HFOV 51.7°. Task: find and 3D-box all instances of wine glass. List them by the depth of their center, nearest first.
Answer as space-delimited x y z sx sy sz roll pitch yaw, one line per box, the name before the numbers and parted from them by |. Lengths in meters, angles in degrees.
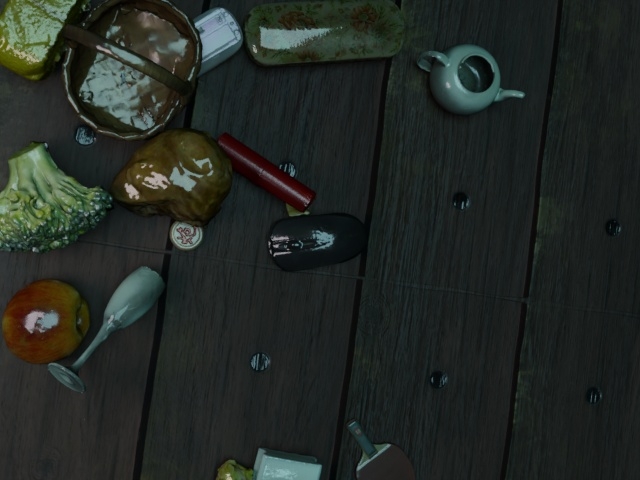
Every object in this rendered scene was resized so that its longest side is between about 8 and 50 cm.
wine glass | -0.498 0.236 1.567 0.096 0.264 0.309 31 53 3

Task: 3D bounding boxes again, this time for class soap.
soap | -0.106 0.671 1.655 0.160 0.087 0.265 15 86 -15

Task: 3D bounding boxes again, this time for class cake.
cake | -0.625 -0.489 1.487 0.156 0.179 0.260 29 85 -12

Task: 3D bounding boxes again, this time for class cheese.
cheese | -0.061 -0.103 1.702 0.060 0.041 0.084 -9 88 -10

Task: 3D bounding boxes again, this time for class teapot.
teapot | 0.393 -0.436 1.778 0.295 0.129 0.193 22 83 -14

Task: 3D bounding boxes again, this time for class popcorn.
popcorn | -0.216 0.603 1.632 0.097 0.089 0.109 -31 88 22

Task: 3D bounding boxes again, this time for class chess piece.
chess piece | -0.330 -0.016 1.630 0.084 0.038 0.083 0 91 -13

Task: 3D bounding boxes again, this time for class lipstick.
lipstick | -0.140 -0.165 1.644 0.280 0.073 0.073 33 81 -1

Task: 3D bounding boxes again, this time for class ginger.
ginger | -0.337 -0.157 1.534 0.270 0.200 0.222 15 81 3

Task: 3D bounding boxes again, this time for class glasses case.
glasses case | 0.013 -0.534 1.695 0.426 0.098 0.156 -8 96 -15

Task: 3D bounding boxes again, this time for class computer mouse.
computer mouse | -0.310 -0.474 1.626 0.245 0.056 0.125 -33 100 -1
computer mouse | 0.000 0.000 1.693 0.270 0.086 0.137 -8 91 -14

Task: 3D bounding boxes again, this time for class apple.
apple | -0.628 0.184 1.502 0.173 0.160 0.195 -1 83 7

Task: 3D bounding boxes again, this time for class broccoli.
broccoli | -0.617 -0.095 1.447 0.288 0.248 0.245 -23 102 -13

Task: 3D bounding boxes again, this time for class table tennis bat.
table tennis bat | 0.151 0.591 1.759 0.154 0.021 0.274 -34 99 -13

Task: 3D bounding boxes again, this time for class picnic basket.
picnic basket | -0.415 -0.384 1.437 0.293 0.337 0.337 26 83 -11
